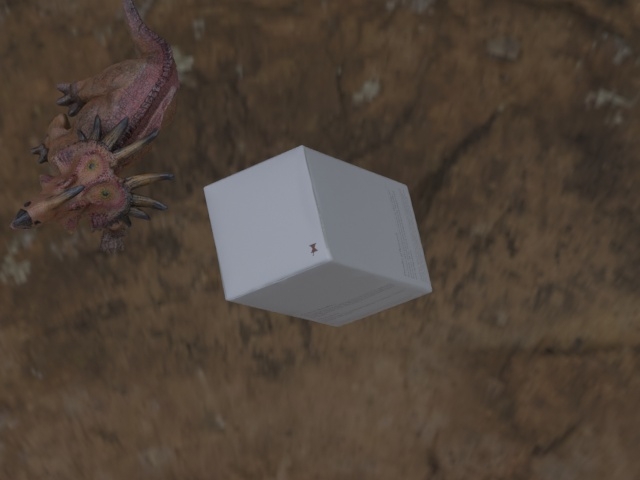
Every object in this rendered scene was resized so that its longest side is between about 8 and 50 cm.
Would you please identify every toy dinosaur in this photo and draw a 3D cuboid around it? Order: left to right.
[{"bbox_3d":[-0.191,-0.109,1.825,0.127,0.200,0.296,25,72,-13],"label":"toy dinosaur"}]

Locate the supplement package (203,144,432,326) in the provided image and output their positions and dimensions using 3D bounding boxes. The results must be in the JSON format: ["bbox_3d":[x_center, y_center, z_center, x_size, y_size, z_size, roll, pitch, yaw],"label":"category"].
[{"bbox_3d":[0.000,0.000,1.617,0.105,0.179,0.105,-21,71,26],"label":"supplement package"}]
